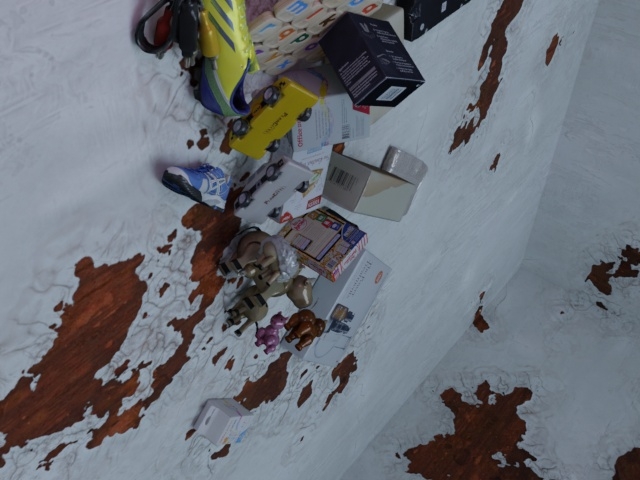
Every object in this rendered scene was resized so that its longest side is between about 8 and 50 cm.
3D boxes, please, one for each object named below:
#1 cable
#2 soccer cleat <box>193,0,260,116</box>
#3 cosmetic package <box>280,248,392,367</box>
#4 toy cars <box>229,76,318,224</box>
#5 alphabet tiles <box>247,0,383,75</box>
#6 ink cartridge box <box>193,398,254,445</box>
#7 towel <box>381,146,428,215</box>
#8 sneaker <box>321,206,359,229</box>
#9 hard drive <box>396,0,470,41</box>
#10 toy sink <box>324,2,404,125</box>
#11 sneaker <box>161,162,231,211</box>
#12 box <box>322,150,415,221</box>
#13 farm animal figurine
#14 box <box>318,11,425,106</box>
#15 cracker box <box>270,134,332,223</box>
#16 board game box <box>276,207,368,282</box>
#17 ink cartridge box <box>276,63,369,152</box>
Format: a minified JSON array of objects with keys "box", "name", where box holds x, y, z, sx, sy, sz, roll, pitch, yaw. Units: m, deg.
[{"box":[-0.218,-0.393,1.105,0.072,0.139,0.287,-93,-166,-46],"name":"cable"},{"box":[-0.154,-0.353,1.233,0.093,0.121,0.289,-55,160,-50],"name":"soccer cleat"},{"box":[0.058,0.202,2.182,0.377,0.097,0.284,-60,156,-1],"name":"cosmetic package"},{"box":[-0.104,-0.188,1.438,0.176,0.087,0.394,-10,144,-12],"name":"toy cars"},{"box":[-0.024,-0.407,1.350,0.277,0.021,0.284,-27,171,26],"name":"alphabet tiles"},{"box":[-0.267,0.494,1.908,0.092,0.089,0.143,-62,154,3],"name":"ink cartridge box"},{"box":[0.248,-0.179,2.185,0.282,0.049,0.187,10,106,-61],"name":"towel"},{"box":[0.039,0.023,1.945,0.083,0.118,0.222,-38,145,-37],"name":"sneaker"},{"box":[0.312,-0.685,1.789,0.339,0.064,0.237,-41,147,-32],"name":"hard drive"},{"box":[0.098,-0.412,1.616,0.153,0.131,0.234,-42,143,-32],"name":"toy sink"},{"box":[-0.243,-0.120,1.387,0.081,0.080,0.211,-67,163,-2],"name":"sneaker"},{"box":[0.125,-0.142,1.908,0.311,0.148,0.121,5,111,-62],"name":"box"},{"box":[-0.112,0.109,1.674,0.172,0.330,0.327,-39,118,-31],"name":"farm animal figurine"},{"box":[0.103,-0.354,1.386,0.093,0.158,0.156,-36,165,35],"name":"box"},{"box":[-0.050,-0.169,1.664,0.155,0.067,0.232,-26,138,-48],"name":"cracker box"},{"box":[0.000,0.000,1.775,0.147,0.193,0.045,-47,151,-23],"name":"board game box"},{"box":[0.004,-0.289,1.500,0.176,0.127,0.128,-13,136,-10],"name":"ink cartridge box"}]
